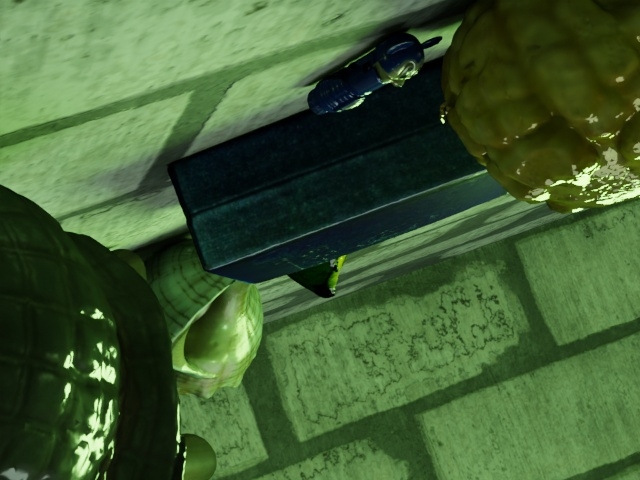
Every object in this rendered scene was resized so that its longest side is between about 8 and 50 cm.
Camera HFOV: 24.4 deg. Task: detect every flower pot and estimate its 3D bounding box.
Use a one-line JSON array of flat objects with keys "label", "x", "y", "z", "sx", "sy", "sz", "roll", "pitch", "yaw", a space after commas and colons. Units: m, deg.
[{"label": "flower pot", "x": -0.248, "y": 0.110, "z": 0.922, "sx": 0.302, "sy": 0.301, "sz": 0.213, "roll": -23, "pitch": 154, "yaw": 24}]

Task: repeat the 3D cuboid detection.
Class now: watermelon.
[{"label": "watermelon", "x": 0.000, "y": 0.000, "z": 1.969, "sx": 0.129, "sy": 0.123, "sz": 0.301, "roll": -53, "pitch": 176, "yaw": -6}]

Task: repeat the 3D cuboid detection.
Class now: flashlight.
[{"label": "flashlight", "x": 0.037, "y": -0.122, "z": 1.110, "sx": 0.121, "sy": 0.035, "sz": 0.057, "roll": -26, "pitch": 173, "yaw": 42}]

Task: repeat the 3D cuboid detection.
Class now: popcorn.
[{"label": "popcorn", "x": 0.211, "y": -0.117, "z": 1.090, "sx": 0.250, "sy": 0.190, "sz": 0.250, "roll": -11, "pitch": -178, "yaw": 0}]

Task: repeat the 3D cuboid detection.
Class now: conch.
[{"label": "conch", "x": -0.154, "y": 0.069, "z": 1.723, "sx": 0.203, "sy": 0.170, "sz": 0.386, "roll": -45, "pitch": 157, "yaw": -42}]

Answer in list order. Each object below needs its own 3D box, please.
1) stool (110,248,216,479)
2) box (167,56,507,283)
[{"label": "stool", "x": -0.293, "y": 0.176, "z": 1.502, "sx": 0.310, "sy": 0.310, "sz": 0.226, "roll": -21, "pitch": -177, "yaw": 9}, {"label": "box", "x": 0.028, "y": -0.054, "z": 1.357, "sx": 0.279, "sy": 0.116, "sz": 0.261, "roll": -19, "pitch": 175, "yaw": 5}]
